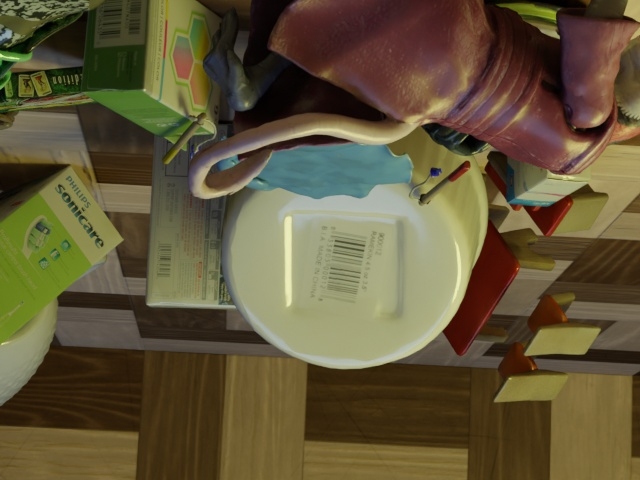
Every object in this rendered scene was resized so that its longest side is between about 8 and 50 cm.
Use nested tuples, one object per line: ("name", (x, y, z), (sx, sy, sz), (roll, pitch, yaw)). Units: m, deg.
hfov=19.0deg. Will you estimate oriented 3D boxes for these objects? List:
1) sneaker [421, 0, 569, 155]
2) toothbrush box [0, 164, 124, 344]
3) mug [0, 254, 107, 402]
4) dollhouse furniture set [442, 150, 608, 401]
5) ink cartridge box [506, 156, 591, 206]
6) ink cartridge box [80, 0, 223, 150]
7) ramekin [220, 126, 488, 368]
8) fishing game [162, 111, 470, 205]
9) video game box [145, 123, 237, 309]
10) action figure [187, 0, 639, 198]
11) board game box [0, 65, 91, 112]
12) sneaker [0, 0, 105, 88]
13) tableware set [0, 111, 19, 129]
("sneaker", (0.098, -0.136, 1.699), (0.300, 0.121, 0.111), (-5, 166, 34))
("toothbrush box", (-0.413, 0.048, 2.335), (0.283, 0.122, 0.206), (-41, -165, -31))
("mug", (-0.469, 0.087, 2.678), (0.374, 0.276, 0.328), (-26, 176, -31))
("dollhouse furniture set", (0.198, 0.016, 2.155), (0.135, 0.262, 0.259), (-1, 134, -36))
("ink cartridge box", (0.236, -0.091, 1.971), (0.052, 0.088, 0.122), (5, 168, -12))
("ink cartridge box", (-0.133, -0.155, 1.689), (0.062, 0.109, 0.209), (-1, 168, 21))
("ramekin", (0.029, -0.005, 1.925), (0.277, 0.277, 0.135), (1, -153, 6))
("fishing game", (-0.006, -0.077, 1.737), (0.264, 0.041, 0.189), (8, 164, -12))
("video game box", (-0.091, -0.026, 2.083), (0.187, 0.205, 0.048), (2, 173, 5))
("action figure", (0.119, -0.127, 1.431), (0.370, 0.275, 0.248), (21, 157, -18))
("board game box", (-0.232, -0.143, 1.783), (0.136, 0.030, 0.260), (-4, -175, 44))
("sneaker", (-0.302, -0.147, 1.585), (0.158, 0.182, 0.410), (12, 165, -37))
("tableware set", (-0.420, -0.134, 2.034), (0.194, 0.039, 0.128), (4, 168, -7))
